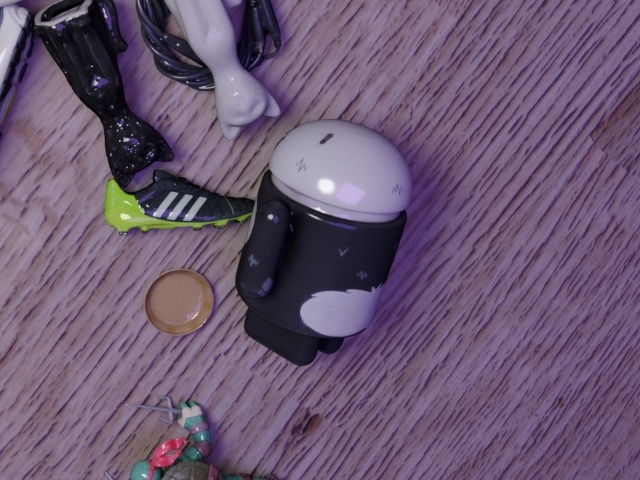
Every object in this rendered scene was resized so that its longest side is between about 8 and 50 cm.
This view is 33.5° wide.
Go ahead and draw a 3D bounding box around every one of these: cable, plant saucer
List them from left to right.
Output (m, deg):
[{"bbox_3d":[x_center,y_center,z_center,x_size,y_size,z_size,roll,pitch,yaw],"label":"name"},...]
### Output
[{"bbox_3d":[-0.170,0.072,1.268,0.083,0.015,0.083,-5,105,-17],"label":"plant saucer"},{"bbox_3d":[-0.131,-0.263,1.178,0.151,0.047,0.184,-22,113,-6],"label":"cable"}]

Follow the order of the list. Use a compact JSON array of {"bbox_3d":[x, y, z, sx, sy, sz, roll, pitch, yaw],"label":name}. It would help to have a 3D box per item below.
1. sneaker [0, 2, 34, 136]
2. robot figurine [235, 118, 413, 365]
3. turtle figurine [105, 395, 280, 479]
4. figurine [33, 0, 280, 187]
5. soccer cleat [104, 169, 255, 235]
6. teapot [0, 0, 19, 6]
[{"bbox_3d":[-0.390,-0.132,1.109,0.110,0.107,0.275,22,91,-5],"label":"sneaker"},{"bbox_3d":[-0.001,-0.001,1.211,0.174,0.209,0.278,13,112,-9],"label":"robot figurine"},{"bbox_3d":[-0.161,0.300,1.286,0.234,0.118,0.175,33,93,-29],"label":"turtle figurine"},{"bbox_3d":[-0.163,-0.180,1.137,0.215,0.092,0.209,-22,120,-2],"label":"figurine"},{"bbox_3d":[-0.158,-0.046,1.219,0.179,0.060,0.072,-4,93,-17],"label":"soccer cleat"},{"bbox_3d":[-0.331,-0.358,1.001,0.252,0.187,0.256,-41,158,30],"label":"teapot"}]
